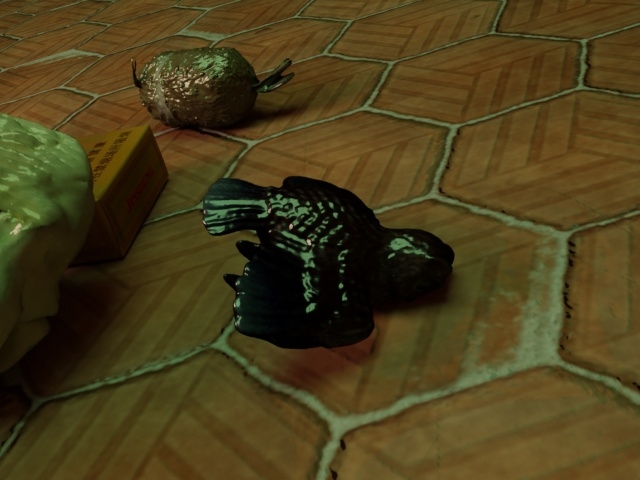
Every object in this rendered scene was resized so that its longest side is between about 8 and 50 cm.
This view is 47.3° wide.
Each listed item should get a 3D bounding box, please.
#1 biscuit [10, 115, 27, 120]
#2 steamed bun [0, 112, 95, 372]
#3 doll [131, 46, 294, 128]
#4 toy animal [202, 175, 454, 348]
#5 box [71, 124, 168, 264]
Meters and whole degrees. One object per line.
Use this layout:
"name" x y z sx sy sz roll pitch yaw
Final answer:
"biscuit" -0.527 -0.097 0.982 0.281 0.084 0.179 -35 37 -27
"steamed bun" -0.348 0.024 0.591 0.276 0.203 0.289 17 35 0
"doll" -0.142 -0.199 0.960 0.221 0.105 0.115 7 -4 20
"toy animal" 0.009 0.001 0.568 0.180 0.116 0.218 -8 26 14
"box" -0.327 -0.039 0.815 0.274 0.076 0.174 -8 31 12
